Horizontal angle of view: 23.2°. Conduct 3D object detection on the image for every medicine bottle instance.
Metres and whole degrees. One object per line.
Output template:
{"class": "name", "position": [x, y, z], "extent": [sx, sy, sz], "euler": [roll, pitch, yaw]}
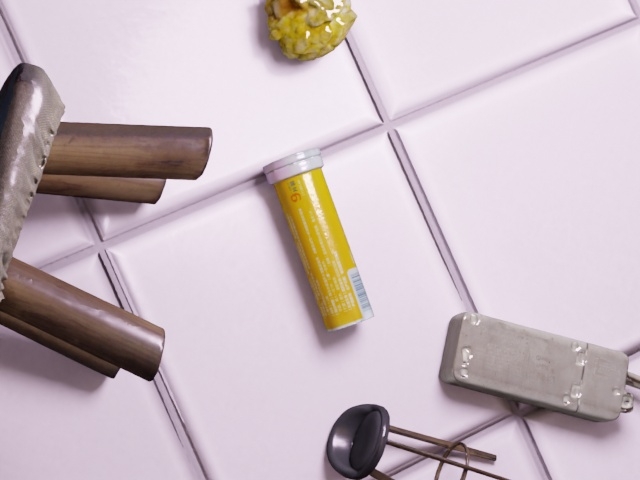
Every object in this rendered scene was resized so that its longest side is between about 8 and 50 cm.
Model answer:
{"class": "medicine bottle", "position": [0.000, 0.000, 1.886], "extent": [0.074, 0.074, 0.218], "euler": [-20, 89, -19]}

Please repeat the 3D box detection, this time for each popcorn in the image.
{"class": "popcorn", "position": [-0.013, -0.282, 1.906], "extent": [0.116, 0.106, 0.120], "euler": [36, 73, -19]}

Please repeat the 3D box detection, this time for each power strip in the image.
{"class": "power strip", "position": [0.293, 0.166, 1.963], "extent": [0.288, 0.053, 0.093], "euler": [16, 76, -15]}

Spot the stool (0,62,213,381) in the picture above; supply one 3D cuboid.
{"class": "stool", "position": [-0.273, -0.005, 1.678], "extent": [0.226, 0.310, 0.310], "euler": [14, 81, -15]}

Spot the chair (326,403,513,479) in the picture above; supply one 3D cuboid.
{"class": "chair", "position": [0.124, 0.265, 1.873], "extent": [0.222, 0.095, 0.104], "euler": [21, 65, -13]}
